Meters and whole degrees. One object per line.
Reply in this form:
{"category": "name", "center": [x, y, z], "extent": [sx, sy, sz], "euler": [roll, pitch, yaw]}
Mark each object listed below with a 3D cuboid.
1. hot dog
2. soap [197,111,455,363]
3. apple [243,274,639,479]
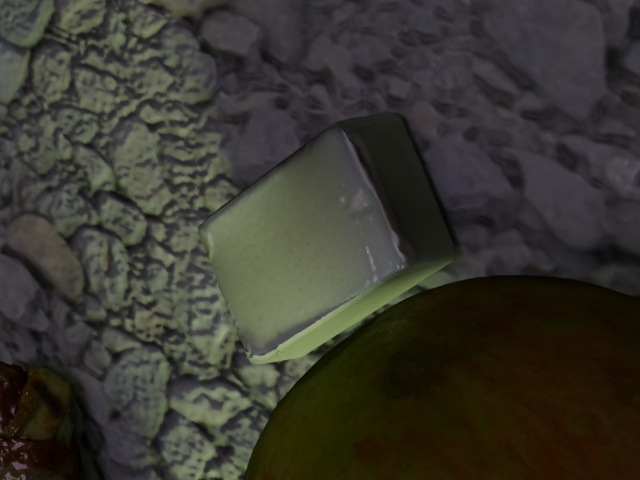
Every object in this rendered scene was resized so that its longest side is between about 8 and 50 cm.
{"category": "hot dog", "center": [-0.267, 0.209, 1.482], "extent": [0.146, 0.103, 0.213], "euler": [-14, 84, 42]}
{"category": "soap", "center": [0.000, 0.000, 1.241], "extent": [0.183, 0.063, 0.121], "euler": [-34, 72, 40]}
{"category": "apple", "center": [0.112, 0.189, 0.983], "extent": [0.339, 0.339, 0.340], "euler": [5, 97, 42]}
